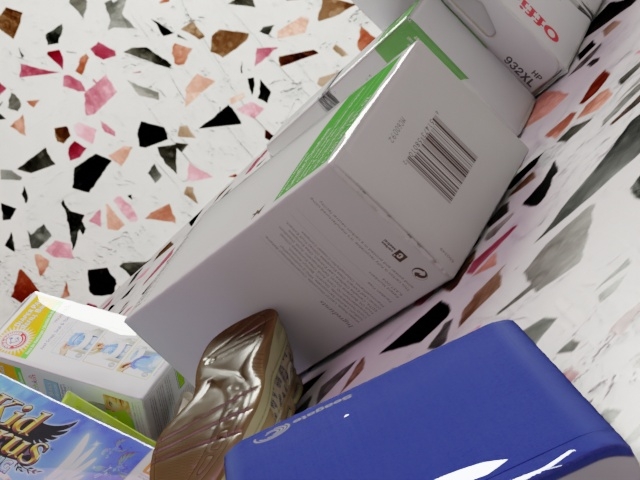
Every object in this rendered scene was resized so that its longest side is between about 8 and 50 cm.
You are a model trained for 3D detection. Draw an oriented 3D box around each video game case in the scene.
[{"bbox_3d":[-0.279,0.257,1.642,0.269,0.061,0.244,19,57,38],"label":"video game case"}]

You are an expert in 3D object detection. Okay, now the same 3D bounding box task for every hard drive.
[{"bbox_3d":[0.049,0.132,1.038,0.210,0.040,0.319,-25,9,0],"label":"hard drive"}]

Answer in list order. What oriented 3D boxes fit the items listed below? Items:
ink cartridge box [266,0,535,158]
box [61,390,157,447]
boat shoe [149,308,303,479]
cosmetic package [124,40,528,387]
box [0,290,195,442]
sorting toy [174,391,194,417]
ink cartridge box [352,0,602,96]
[{"bbox_3d":[0.079,-0.117,1.845,0.219,0.160,0.092,-39,9,32],"label":"ink cartridge box"},{"bbox_3d":[-0.243,0.248,1.759,0.178,0.109,0.042,-59,-4,-19],"label":"box"},{"bbox_3d":[-0.063,0.160,1.540,0.104,0.089,0.285,-23,21,24],"label":"boat shoe"},{"bbox_3d":[0.000,0.000,1.703,0.365,0.155,0.197,-35,16,46],"label":"cosmetic package"},{"bbox_3d":[-0.232,0.145,1.896,0.103,0.203,0.114,-53,-33,-40],"label":"box"},{"bbox_3d":[-0.140,0.202,1.808,0.075,0.045,0.083,-52,9,15],"label":"sorting toy"},{"bbox_3d":[0.180,-0.290,1.959,0.129,0.223,0.307,-40,10,36],"label":"ink cartridge box"}]
